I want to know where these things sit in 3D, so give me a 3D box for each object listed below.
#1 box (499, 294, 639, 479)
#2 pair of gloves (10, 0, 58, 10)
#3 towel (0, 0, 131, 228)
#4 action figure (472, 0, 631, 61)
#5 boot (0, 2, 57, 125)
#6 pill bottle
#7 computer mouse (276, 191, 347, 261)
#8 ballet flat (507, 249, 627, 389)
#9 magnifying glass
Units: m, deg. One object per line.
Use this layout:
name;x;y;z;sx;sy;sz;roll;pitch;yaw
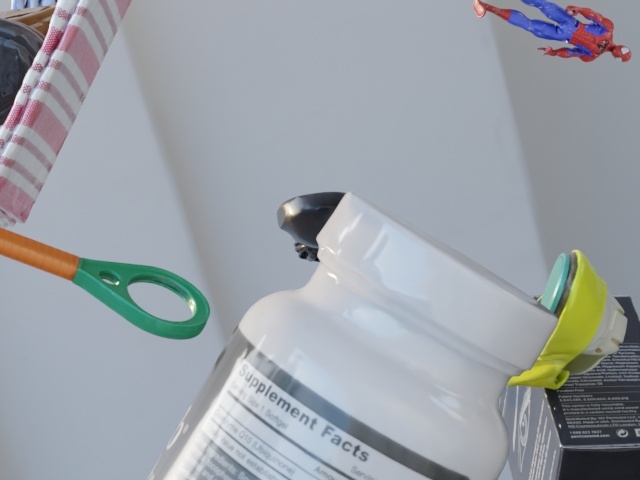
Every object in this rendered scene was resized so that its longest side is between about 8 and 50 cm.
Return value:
box;0.228;0.165;1.611;0.108;0.153;0.207;-1;36;-6
pair of gloves;-0.308;-0.199;1.767;0.198;0.159;0.023;0;-25;0
towel;-0.176;-0.103;1.218;0.029;0.197;0.144;25;-6;0
action figure;0.158;-0.141;1.236;0.115;0.038;0.030;18;21;-25
boot;-0.256;-0.137;1.456;0.264;0.096;0.280;-18;8;29
pill bottle;0.001;0.165;1.291;0.363;0.210;0.210;-59;22;3
computer mouse;0.000;0.000;1.659;0.071;0.041;0.242;-6;-10;0
ballet flat;0.194;0.067;1.453;0.077;0.077;0.231;19;-21;-2
magnifying glass;-0.218;0.038;1.844;0.231;0.026;0.092;23;29;-11
